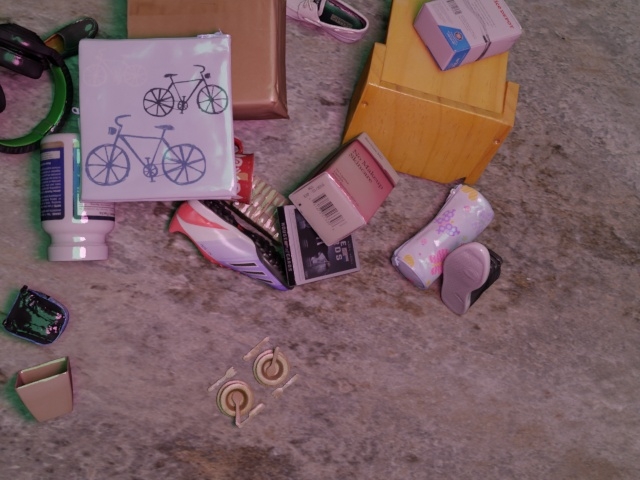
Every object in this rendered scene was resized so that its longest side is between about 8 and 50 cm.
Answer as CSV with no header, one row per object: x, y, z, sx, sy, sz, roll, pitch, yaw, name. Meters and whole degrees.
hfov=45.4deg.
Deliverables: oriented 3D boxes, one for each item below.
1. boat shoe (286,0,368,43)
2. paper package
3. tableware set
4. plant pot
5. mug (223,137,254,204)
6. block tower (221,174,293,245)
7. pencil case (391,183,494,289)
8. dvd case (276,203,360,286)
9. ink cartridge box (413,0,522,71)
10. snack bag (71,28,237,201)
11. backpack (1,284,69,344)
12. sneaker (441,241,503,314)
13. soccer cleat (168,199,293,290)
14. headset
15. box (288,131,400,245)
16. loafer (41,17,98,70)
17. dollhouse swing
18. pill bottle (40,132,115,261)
-0.010,-0.550,1.805,0.268,0.088,0.096,27,82,-12,boat shoe
-0.237,-0.419,1.655,0.325,0.168,0.309,-1,87,7,paper package
-0.151,0.332,1.762,0.194,0.039,0.128,-40,97,-12,tableware set
-0.578,0.322,1.626,0.109,0.109,0.096,-16,104,-14,plant pot
-0.233,-0.148,1.648,0.169,0.150,0.113,4,124,-10,mug
-0.195,-0.124,1.742,0.335,0.091,0.097,40,80,-10,block tower
0.296,-0.009,1.847,0.273,0.113,0.124,-47,115,-10,pencil case
0.000,0.000,1.750,0.239,0.030,0.179,-10,91,-50,dvd case
0.328,-0.474,1.704,0.191,0.082,0.139,-20,73,-23,ink cartridge box
-0.335,-0.249,1.546,0.323,0.037,0.342,-2,91,-1,snack bag
-0.600,0.165,1.632,0.114,0.084,0.105,27,82,-7,backpack
0.368,0.052,1.801,0.105,0.295,0.147,36,66,19,sneaker
-0.197,0.023,1.742,0.318,0.108,0.116,41,103,-13,soccer cleat
-0.672,-0.352,1.535,0.185,0.394,0.243,26,68,31,headset
0.059,-0.120,1.726,0.148,0.127,0.232,51,38,-10,box
-0.559,-0.435,1.676,0.170,0.061,0.062,-43,97,-12,loafer
0.261,-0.370,1.831,0.347,0.315,0.304,13,53,-8,dollhouse swing
-0.516,-0.087,1.627,0.153,0.153,0.264,0,88,-14,pill bottle
